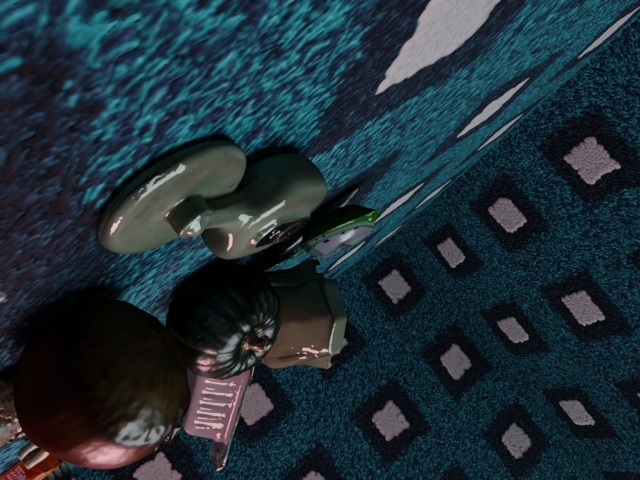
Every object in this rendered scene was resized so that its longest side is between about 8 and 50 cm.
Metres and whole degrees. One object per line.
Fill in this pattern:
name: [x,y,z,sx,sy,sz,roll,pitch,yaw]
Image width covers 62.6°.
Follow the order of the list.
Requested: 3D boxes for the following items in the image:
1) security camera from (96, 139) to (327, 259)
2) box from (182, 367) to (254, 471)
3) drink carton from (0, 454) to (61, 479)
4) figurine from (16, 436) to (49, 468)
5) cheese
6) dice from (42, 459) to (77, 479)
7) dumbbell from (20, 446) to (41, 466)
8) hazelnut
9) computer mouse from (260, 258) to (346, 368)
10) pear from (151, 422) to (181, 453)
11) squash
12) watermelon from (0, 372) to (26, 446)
security camera: [-0.097,-0.031,0.566,0.157,0.080,0.301,-40,170,23]
box: [-0.257,0.322,1.236,0.106,0.264,0.337,6,116,-23]
drink carton: [-0.818,0.647,1.395,0.223,0.071,0.096,-38,173,-5]
figurine: [-0.560,0.407,1.142,0.187,0.083,0.083,-41,175,-24]
cheese: [0.000,0.000,1.189,0.320,0.083,0.204,-29,173,25]
dice: [-0.899,0.825,1.686,0.183,0.181,0.182,-37,175,-6]
dumbbell: [-0.654,0.491,1.264,0.046,0.052,0.118,-12,-171,37]
hazelnut: [-0.267,0.175,0.621,0.208,0.208,0.208,-37,173,-5]
computer mouse: [-0.091,0.168,1.160,0.145,0.228,0.429,-7,176,-25]
pear: [-0.599,0.631,1.915,0.238,0.164,0.255,-33,-171,7]
squash: [-0.166,0.142,0.923,0.218,0.172,0.218,-29,160,-12]
watermelon: [-0.380,0.208,0.720,0.154,0.094,0.241,-47,168,14]
